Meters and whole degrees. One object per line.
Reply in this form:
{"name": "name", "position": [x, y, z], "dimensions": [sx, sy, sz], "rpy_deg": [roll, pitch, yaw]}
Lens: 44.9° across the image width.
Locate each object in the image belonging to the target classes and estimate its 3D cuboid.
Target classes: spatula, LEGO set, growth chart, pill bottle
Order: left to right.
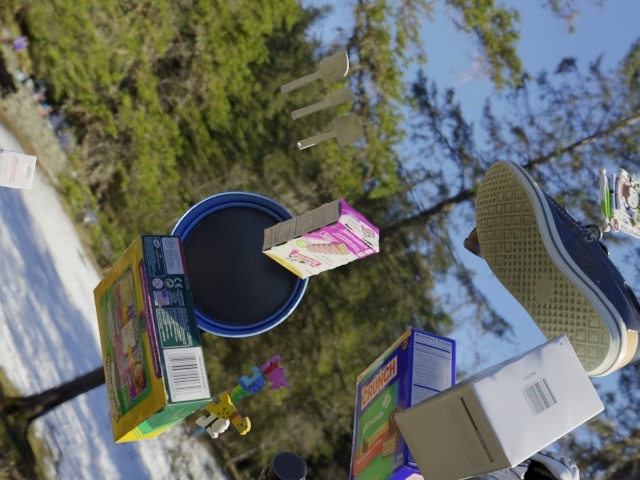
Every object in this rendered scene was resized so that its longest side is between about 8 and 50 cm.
{"name": "LEGO set", "position": [-0.158, 0.347, 1.623], "dimensions": [0.093, 0.227, 0.087], "rpy_deg": [51, 3, 14]}
{"name": "pill bottle", "position": [-0.108, 0.652, 2.010], "dimensions": [0.123, 0.123, 0.219], "rpy_deg": [58, -40, 41]}
{"name": "spatula", "position": [-0.002, -0.258, 1.514], "dimensions": [0.242, 0.019, 0.168], "rpy_deg": [-7, -79, 57]}
{"name": "growth chart", "position": [0.663, -0.071, 1.623], "dimensions": [0.021, 0.237, 0.172], "rpy_deg": [-34, -132, 53]}

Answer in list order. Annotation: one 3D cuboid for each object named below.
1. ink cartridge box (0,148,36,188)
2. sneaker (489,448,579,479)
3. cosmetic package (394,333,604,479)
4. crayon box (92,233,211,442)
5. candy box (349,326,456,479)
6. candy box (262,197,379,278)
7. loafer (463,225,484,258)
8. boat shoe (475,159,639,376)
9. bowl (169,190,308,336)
{"name": "ink cartridge box", "position": [-0.427, -0.097, 1.039], "dimensions": [0.028, 0.083, 0.048], "rpy_deg": [-178, -82, -75]}
{"name": "sneaker", "position": [0.412, 0.480, 1.699], "dimensions": [0.118, 0.292, 0.110], "rpy_deg": [17, 85, -62]}
{"name": "cosmetic package", "position": [0.283, 0.278, 1.250], "dimensions": [0.225, 0.224, 0.138], "rpy_deg": [-41, -109, 55]}
{"name": "crayon box", "position": [-0.372, 0.215, 1.662], "dimensions": [0.313, 0.106, 0.363], "rpy_deg": [-39, -122, 48]}
{"name": "candy box", "position": [0.171, 0.385, 1.635], "dimensions": [0.268, 0.122, 0.317], "rpy_deg": [125, -19, -47]}
{"name": "candy box", "position": [0.000, 0.000, 1.841], "dimensions": [0.159, 0.233, 0.071], "rpy_deg": [36, 46, -39]}
{"name": "loafer", "position": [0.593, 0.024, 2.218], "dimensions": [0.134, 0.366, 0.130], "rpy_deg": [-128, -123, -67]}
{"name": "boat shoe", "position": [0.449, 0.042, 1.479], "dimensions": [0.187, 0.156, 0.500], "rpy_deg": [-62, -142, 36]}
{"name": "bowl", "position": [-0.223, 0.065, 2.086], "dimensions": [0.391, 0.391, 0.077], "rpy_deg": [64, -5, 7]}
